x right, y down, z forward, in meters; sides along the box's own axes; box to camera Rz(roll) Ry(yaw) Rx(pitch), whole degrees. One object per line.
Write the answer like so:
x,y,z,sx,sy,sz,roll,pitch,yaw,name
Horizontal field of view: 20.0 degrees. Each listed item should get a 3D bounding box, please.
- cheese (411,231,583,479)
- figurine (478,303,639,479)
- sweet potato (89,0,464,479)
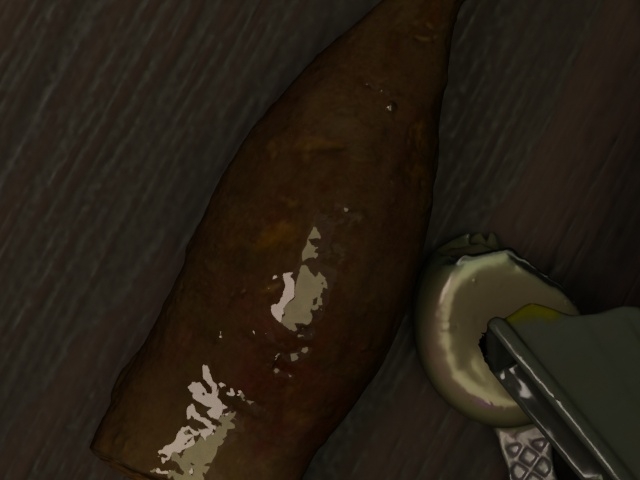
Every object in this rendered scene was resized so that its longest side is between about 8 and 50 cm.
0.113,0.076,1.025,0.092,0.047,0.171,-31,97,1,cheese
0.253,0.053,0.965,0.285,0.167,0.342,-36,139,-6,figurine
-0.003,-0.001,0.967,0.131,0.131,0.336,26,94,-7,sweet potato
